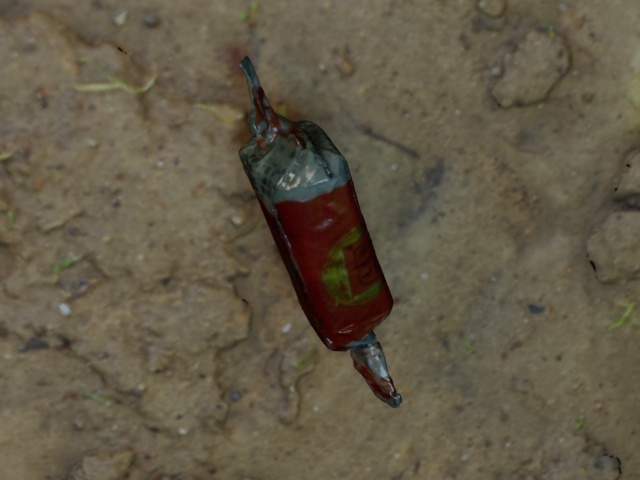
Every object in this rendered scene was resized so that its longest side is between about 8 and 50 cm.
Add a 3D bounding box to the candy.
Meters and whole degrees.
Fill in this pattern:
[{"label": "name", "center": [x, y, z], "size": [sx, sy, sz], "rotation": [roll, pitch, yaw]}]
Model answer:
[{"label": "candy", "center": [0.001, -0.001, 1.248], "size": [0.059, 0.086, 0.292], "rotation": [-25, 130, -6]}]
